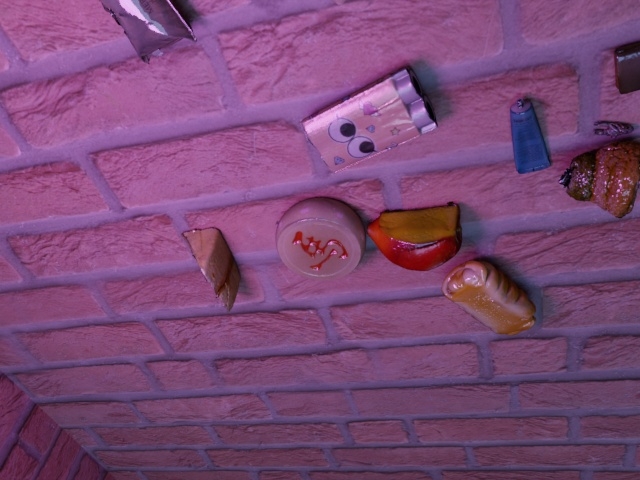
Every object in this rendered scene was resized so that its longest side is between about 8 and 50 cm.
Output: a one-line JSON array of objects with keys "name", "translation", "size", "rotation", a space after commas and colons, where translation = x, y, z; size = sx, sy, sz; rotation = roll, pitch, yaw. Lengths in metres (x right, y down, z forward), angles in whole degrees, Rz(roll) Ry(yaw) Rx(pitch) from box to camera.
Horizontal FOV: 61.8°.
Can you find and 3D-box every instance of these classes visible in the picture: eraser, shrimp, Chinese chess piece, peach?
[{"name": "eraser", "translation": [0.116, -0.291, 1.301], "size": [0.291, 0.087, 0.171], "rotation": [-21, 126, 26]}, {"name": "shrimp", "translation": [0.692, -0.262, 1.273], "size": [0.092, 0.029, 0.038], "rotation": [11, 141, 7]}, {"name": "Chinese chess piece", "translation": [0.000, 0.000, 1.570], "size": [0.273, 0.102, 0.273], "rotation": [5, 132, 6]}, {"name": "peach", "translation": [0.261, 0.007, 1.498], "size": [0.267, 0.154, 0.158], "rotation": [-4, 132, 12]}]

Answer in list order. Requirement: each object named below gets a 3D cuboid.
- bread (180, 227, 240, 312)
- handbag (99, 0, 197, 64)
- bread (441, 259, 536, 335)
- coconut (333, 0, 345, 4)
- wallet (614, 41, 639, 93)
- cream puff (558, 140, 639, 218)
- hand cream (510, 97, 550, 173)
[{"name": "bread", "translation": [-0.355, 0.105, 1.672], "size": [0.135, 0.178, 0.240], "rotation": [-7, 132, 13]}, {"name": "handbag", "translation": [-0.411, -0.524, 1.169], "size": [0.183, 0.117, 0.270], "rotation": [-12, 130, 30]}, {"name": "bread", "translation": [0.517, 0.174, 1.625], "size": [0.311, 0.121, 0.173], "rotation": [37, 130, -22]}, {"name": "coconut", "translation": [0.038, -0.544, 1.085], "size": [0.110, 0.110, 0.124], "rotation": [6, 129, 4]}, {"name": "wallet", "translation": [0.742, -0.390, 1.146], "size": [0.198, 0.031, 0.110], "rotation": [-13, 129, 19]}, {"name": "cream puff", "translation": [0.669, -0.153, 1.287], "size": [0.169, 0.183, 0.183], "rotation": [11, 135, 26]}, {"name": "hand cream", "translation": [0.506, -0.253, 1.306], "size": [0.083, 0.048, 0.224], "rotation": [-13, 134, 20]}]
